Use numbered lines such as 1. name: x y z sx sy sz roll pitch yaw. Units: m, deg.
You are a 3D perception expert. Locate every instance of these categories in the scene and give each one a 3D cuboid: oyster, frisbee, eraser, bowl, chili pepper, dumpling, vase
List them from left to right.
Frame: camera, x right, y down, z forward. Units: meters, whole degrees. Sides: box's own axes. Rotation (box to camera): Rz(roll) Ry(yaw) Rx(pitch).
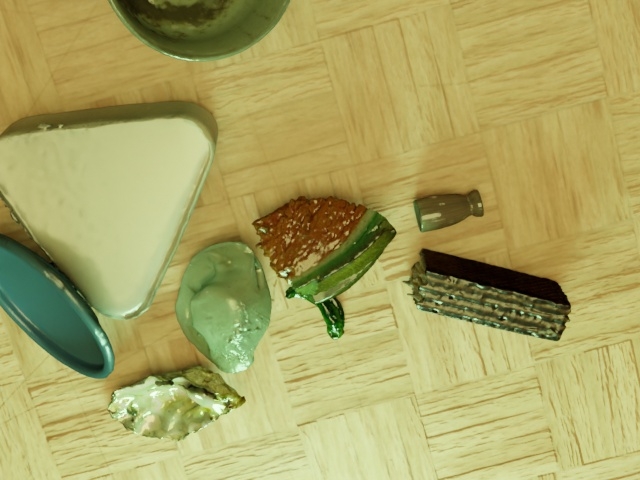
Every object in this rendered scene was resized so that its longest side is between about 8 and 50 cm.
1. frisbee: -0.403 0.088 1.786 0.049 0.289 0.289 -47 107 -28
2. eraser: -0.307 -0.041 1.786 0.331 0.150 0.331 -1 104 -2
3. oyster: -0.238 0.251 1.923 0.209 0.072 0.133 -26 114 26
4. bowl: -0.185 -0.394 1.661 0.289 0.146 0.289 -5 101 -23
5. dumpling: -0.151 0.107 1.855 0.153 0.108 0.219 2 105 -3
6. chili pepper: 0.002 0.104 1.897 0.118 0.035 0.055 43 86 -17
7. vase: 0.197 -0.048 1.848 0.101 0.053 0.053 -13 107 -2

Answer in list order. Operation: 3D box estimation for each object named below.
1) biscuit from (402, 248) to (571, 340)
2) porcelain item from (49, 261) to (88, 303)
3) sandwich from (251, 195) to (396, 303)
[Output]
1. biscuit: 0.256 0.084 1.862 0.252 0.106 0.070 13 108 -5
2. porcelain item: -0.398 0.051 1.874 0.136 0.021 0.075 15 102 -7
3. sandwich: 0.008 -0.005 1.835 0.185 0.109 0.160 -39 77 5
